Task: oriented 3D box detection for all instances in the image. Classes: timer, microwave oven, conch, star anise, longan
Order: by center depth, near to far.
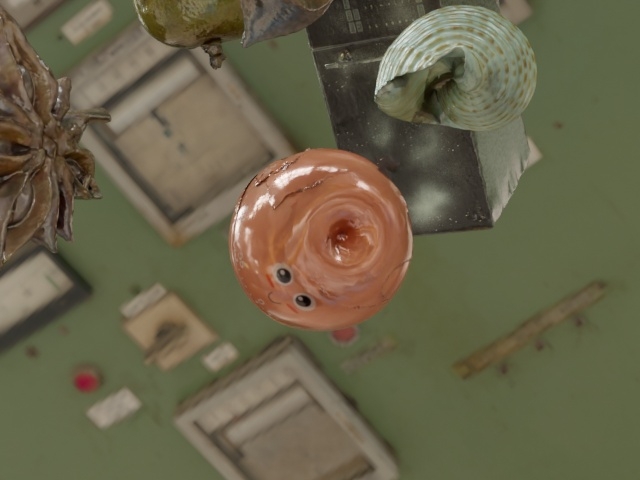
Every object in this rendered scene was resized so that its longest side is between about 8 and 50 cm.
[{"bbox_3d":[0.113,-0.149,1.116,0.135,0.153,0.102,-20,60,20],"label":"conch"},{"bbox_3d":[0.007,-0.337,1.423,0.315,0.108,0.315,-37,24,20],"label":"star anise"},{"bbox_3d":[-0.136,-0.280,1.492,0.155,0.176,0.145,1,21,14],"label":"longan"},{"bbox_3d":[-0.357,-0.109,1.566,0.109,0.292,0.349,-3,48,16],"label":"star anise"},{"bbox_3d":[0.000,0.000,1.628,0.229,0.229,0.215,-49,13,-20],"label":"timer"},{"bbox_3d":[0.173,-0.266,2.179,0.236,0.432,0.374,-6,24,24],"label":"microwave oven"}]
